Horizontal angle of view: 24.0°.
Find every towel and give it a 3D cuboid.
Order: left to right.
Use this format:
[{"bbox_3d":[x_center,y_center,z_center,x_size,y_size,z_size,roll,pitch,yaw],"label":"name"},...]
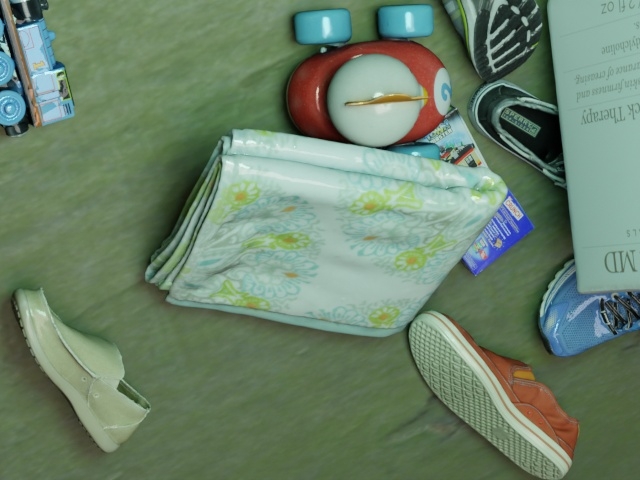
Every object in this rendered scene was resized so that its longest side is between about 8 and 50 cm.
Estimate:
[{"bbox_3d":[0.000,0.000,1.878,0.374,0.090,0.320,8,147,-20],"label":"towel"}]

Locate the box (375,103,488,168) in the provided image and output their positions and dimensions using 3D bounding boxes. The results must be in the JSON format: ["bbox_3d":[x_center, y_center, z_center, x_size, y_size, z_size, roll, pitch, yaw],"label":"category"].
[{"bbox_3d":[0.114,-0.081,2.011,0.207,0.036,0.114,-33,115,-5],"label":"box"}]

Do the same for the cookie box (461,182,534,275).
[{"bbox_3d":[0.225,-0.021,2.065,0.107,0.040,0.092,-38,115,-2],"label":"cookie box"}]

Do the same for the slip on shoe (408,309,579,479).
[{"bbox_3d":[0.247,0.205,2.125,0.331,0.123,0.101,43,59,-20],"label":"slip on shoe"}]

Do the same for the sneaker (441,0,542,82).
[{"bbox_3d":[0.193,-0.328,1.916,0.111,0.121,0.300,-32,134,-6],"label":"sneaker"}]

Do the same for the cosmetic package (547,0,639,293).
[{"bbox_3d":[0.523,-0.146,1.878,0.327,0.329,0.393,-5,89,-27],"label":"cosmetic package"}]

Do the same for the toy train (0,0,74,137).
[{"bbox_3d":[-0.361,-0.216,1.792,0.105,0.080,0.184,-20,111,-20],"label":"toy train"}]

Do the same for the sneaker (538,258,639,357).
[{"bbox_3d":[0.456,0.065,2.112,0.330,0.147,0.129,-31,115,-5],"label":"sneaker"}]

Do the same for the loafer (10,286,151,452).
[{"bbox_3d":[-0.305,0.153,1.928,0.092,0.102,0.268,-32,124,-7],"label":"loafer"}]

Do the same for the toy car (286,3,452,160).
[{"bbox_3d":[0.080,-0.174,1.835,0.210,0.238,0.219,-5,100,-13],"label":"toy car"}]

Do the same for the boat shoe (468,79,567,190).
[{"bbox_3d":[0.345,-0.124,2.032,0.306,0.105,0.113,30,97,-24],"label":"boat shoe"}]
